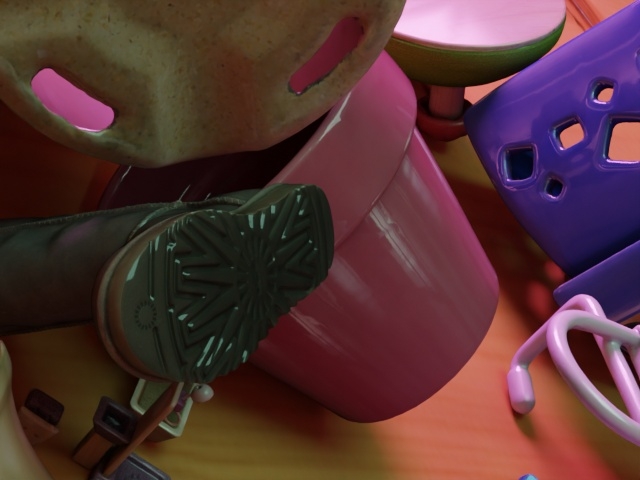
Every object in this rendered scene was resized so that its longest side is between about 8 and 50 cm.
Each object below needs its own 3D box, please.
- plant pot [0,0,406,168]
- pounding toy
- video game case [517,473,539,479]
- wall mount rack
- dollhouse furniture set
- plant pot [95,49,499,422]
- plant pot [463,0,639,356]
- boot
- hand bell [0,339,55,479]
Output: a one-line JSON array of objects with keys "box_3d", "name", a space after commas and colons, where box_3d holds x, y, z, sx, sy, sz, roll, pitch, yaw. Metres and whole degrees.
[{"box_3d": [-0.098, -0.207, 0.828, 0.333, 0.334, 0.305, 23, 23, -30], "name": "plant pot"}, {"box_3d": [0.075, -0.161, 1.279, 0.236, 0.110, 0.183, 21, 37, 21], "name": "pounding toy"}, {"box_3d": [0.142, 0.228, 0.872, 0.166, 0.015, 0.119, 42, 68, -1], "name": "video game case"}, {"box_3d": [0.259, 0.192, 1.017, 0.350, 0.130, 0.304, 22, 34, -28], "name": "wall mount rack"}, {"box_3d": [-0.089, 0.065, 0.809, 0.091, 0.081, 0.114, 35, 32, -13], "name": "dollhouse furniture set"}, {"box_3d": [0.000, 0.000, 0.902, 0.180, 0.201, 0.201, 46, 28, -25], "name": "plant pot"}, {"box_3d": [0.281, -0.030, 1.179, 0.236, 0.236, 0.212, 29, 37, -47], "name": "plant pot"}, {"box_3d": [-0.118, 0.018, 0.718, 0.189, 0.208, 0.076, -20, 108, -64], "name": "boot"}, {"box_3d": [-0.096, 0.169, 0.679, 0.242, 0.126, 0.126, 46, 29, -17], "name": "hand bell"}]
